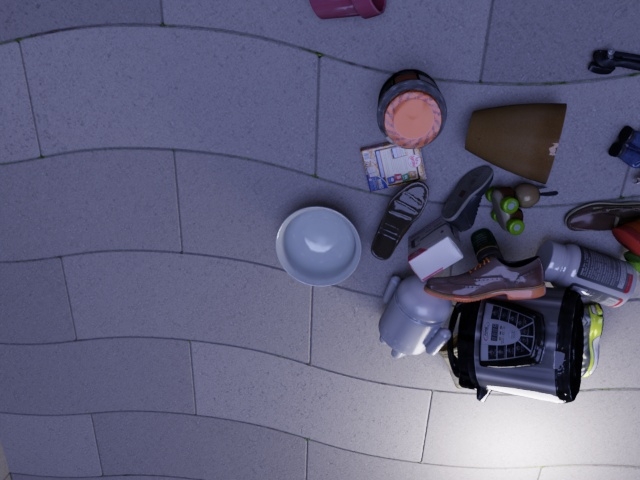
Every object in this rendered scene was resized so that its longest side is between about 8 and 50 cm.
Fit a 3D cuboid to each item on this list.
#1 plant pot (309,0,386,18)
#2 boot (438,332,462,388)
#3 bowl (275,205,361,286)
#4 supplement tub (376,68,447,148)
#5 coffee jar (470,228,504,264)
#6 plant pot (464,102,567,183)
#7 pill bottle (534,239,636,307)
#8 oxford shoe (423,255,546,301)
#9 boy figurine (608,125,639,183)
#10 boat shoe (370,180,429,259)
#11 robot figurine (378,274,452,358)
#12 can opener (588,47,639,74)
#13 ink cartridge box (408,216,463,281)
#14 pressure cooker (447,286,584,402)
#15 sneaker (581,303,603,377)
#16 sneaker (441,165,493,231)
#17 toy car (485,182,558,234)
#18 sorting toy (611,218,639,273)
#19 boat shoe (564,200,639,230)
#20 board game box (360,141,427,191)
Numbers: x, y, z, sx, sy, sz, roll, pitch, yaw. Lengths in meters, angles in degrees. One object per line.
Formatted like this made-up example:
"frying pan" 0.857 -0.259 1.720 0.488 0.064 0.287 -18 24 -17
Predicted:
"plant pot" 0.068 -0.712 1.482 0.180 0.201 0.201 -8 114 28
"boot" 0.591 0.432 1.984 0.262 0.095 0.203 -24 108 20
"bowl" 0.000 0.000 1.838 0.297 0.134 0.298 3 115 7
"supplement tub" 0.260 -0.379 1.529 0.193 0.316 0.194 3 115 7
"coffee jar" 0.555 0.039 1.753 0.079 0.184 0.096 -27 108 18
"plant pot" 0.574 -0.312 1.588 0.254 0.237 0.237 15 116 17
"pill bottle" 0.868 0.105 1.755 0.283 0.161 0.161 19 116 -1
"oxford shoe" 0.502 0.110 1.642 0.363 0.130 0.133 -5 103 10
"boy figurine" 1.035 -0.240 1.615 0.285 0.092 0.177 25 113 -1
"boat shoe" 0.263 -0.080 1.787 0.110 0.104 0.307 33 116 2
"robot figurine" 0.332 0.261 1.857 0.300 0.199 0.353 46 133 30
"can opener" 0.880 -0.521 1.533 0.186 0.073 0.059 3 76 3
"ink cartridge box" 0.377 0.021 1.751 0.158 0.218 0.092 -35 100 20
"pressure cooker" 0.627 0.329 1.747 0.420 0.370 0.376 3 120 33
"sneaker" 0.936 0.358 1.907 0.121 0.111 0.300 3 111 20
"sneaker" 0.501 -0.137 1.751 0.222 0.083 0.118 -50 134 7
"toy car" 0.654 -0.124 1.695 0.188 0.155 0.149 -22 110 3
"sorting toy" 1.064 0.032 1.697 0.126 0.127 0.365 -45 126 4
"boat shoe" 0.930 -0.073 1.701 0.257 0.095 0.095 -11 113 12
"board game box" 0.241 -0.252 1.739 0.193 0.045 0.147 -10 112 12
